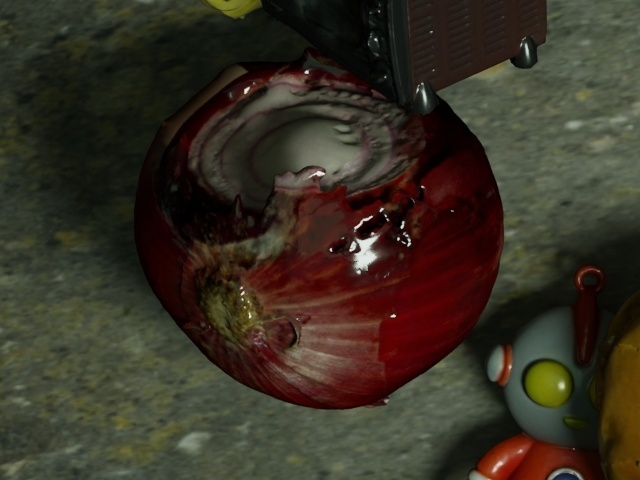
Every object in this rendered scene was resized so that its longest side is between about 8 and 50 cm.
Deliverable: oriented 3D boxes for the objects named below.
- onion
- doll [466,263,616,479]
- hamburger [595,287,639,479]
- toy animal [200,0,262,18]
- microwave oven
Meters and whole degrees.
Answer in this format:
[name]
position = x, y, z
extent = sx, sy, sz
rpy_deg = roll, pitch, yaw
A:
[onion]
position = 0.000, 0.004, 1.708
extent = 0.341, 0.341, 0.341
rpy_deg = 1, 93, 19
[doll]
position = 0.234, 0.188, 1.739
extent = 0.200, 0.105, 0.336
rpy_deg = 8, 96, 5
[hamburger]
position = 0.383, 0.168, 1.622
extent = 0.290, 0.170, 0.314
rpy_deg = -17, 89, -7
[toy animal]
position = -0.053, -0.334, 1.814
extent = 0.169, 0.121, 0.233
rpy_deg = 5, 91, 29
[microwave oven]
position = 0.060, -0.252, 1.653
extent = 0.247, 0.188, 0.178
rpy_deg = 38, 148, 44
